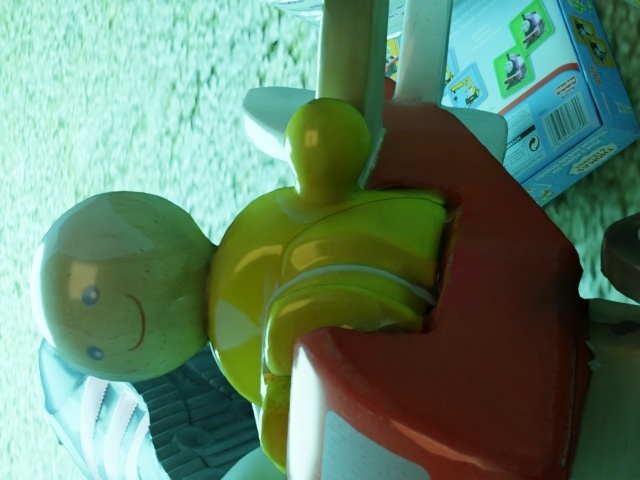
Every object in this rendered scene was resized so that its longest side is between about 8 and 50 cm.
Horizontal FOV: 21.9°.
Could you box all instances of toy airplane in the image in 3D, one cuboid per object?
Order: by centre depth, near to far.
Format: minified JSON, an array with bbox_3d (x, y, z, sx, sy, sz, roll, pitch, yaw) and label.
[{"bbox_3d":[0.000,0.000,0.776,0.384,0.272,0.386,119,146,-68],"label":"toy airplane"}]

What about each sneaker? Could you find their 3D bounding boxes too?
[{"bbox_3d":[-0.097,0.154,1.129,0.319,0.112,0.131,42,132,48],"label":"sneaker"}]

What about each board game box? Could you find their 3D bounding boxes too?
[{"bbox_3d":[0.091,-0.113,0.984,0.160,0.039,0.211,-38,57,40],"label":"board game box"}]

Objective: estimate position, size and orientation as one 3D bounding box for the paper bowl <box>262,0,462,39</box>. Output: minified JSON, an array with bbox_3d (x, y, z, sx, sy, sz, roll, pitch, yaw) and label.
[{"bbox_3d":[0.020,-0.271,0.971,0.284,0.148,0.284,-35,44,44],"label":"paper bowl"}]

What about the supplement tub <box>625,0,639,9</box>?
[{"bbox_3d":[0.206,-0.198,0.705,0.331,0.241,0.241,44,117,44],"label":"supplement tub"}]

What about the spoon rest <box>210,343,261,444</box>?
[{"bbox_3d":[0.008,0.115,0.992,0.137,0.084,0.276,-39,43,-8],"label":"spoon rest"}]
